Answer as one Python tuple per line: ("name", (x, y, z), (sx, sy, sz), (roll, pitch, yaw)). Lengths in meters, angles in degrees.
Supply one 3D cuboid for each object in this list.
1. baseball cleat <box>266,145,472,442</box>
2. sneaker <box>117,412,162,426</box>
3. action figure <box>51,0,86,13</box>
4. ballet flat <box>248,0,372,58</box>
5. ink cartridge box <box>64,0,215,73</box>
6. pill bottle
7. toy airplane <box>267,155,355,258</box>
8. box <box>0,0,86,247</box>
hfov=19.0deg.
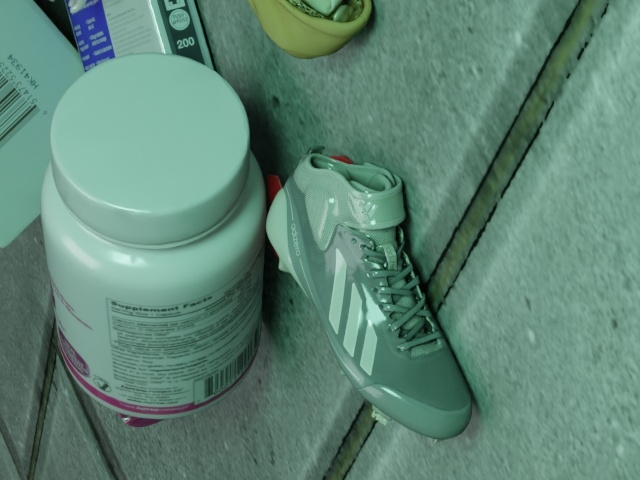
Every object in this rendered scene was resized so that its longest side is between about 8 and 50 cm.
("baseball cleat", (0.036, 0.028, 1.211), (0.206, 0.072, 0.109), (50, 136, 23))
("sneaker", (-0.186, 0.041, 1.690), (0.111, 0.103, 0.252), (44, 149, 51))
("action figure", (-0.230, -0.343, 1.393), (0.275, 0.248, 0.370), (-50, 45, 28))
("ballet flat", (-0.048, -0.211, 1.157), (0.232, 0.080, 0.073), (48, 154, -19))
("ink cartridge box", (-0.148, -0.166, 1.523), (0.206, 0.045, 0.208), (-4, 104, 66))
("pill bottle", (-0.120, 0.000, 1.396), (0.160, 0.160, 0.283), (60, 162, 27))
("toy airplane", (0.000, 0.000, 1.328), (0.151, 0.028, 0.151), (46, 145, 47))
("box", (-0.347, -0.156, 1.737), (0.215, 0.168, 0.345), (50, 168, -28))
